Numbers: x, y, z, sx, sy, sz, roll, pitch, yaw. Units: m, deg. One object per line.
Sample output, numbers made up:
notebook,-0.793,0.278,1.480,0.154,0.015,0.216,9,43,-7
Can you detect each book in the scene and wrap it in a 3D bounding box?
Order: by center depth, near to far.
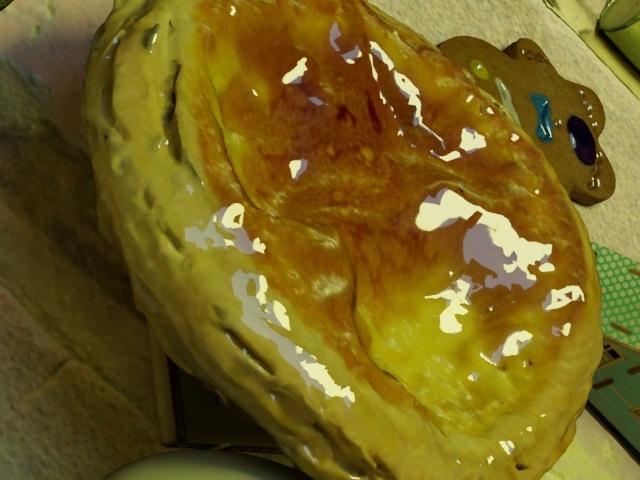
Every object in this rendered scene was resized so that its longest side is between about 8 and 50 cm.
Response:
book,-0.029,0.080,1.342,0.231,0.026,0.161,9,63,-40

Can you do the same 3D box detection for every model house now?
model house,0.344,0.086,1.557,0.271,0.206,0.178,47,45,-14

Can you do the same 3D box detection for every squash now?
squash,0.377,-0.170,1.823,0.224,0.094,0.094,45,45,-25

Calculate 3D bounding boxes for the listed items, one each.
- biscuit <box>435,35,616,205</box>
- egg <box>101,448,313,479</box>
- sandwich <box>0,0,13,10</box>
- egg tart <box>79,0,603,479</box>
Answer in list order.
biscuit,0.180,-0.107,1.632,0.236,0.039,0.180,11,63,-37
egg,-0.049,0.230,1.129,0.242,0.186,0.186,34,48,-10
sandwich,-0.236,-0.205,1.297,0.069,0.026,0.101,47,45,-16
egg tart,0.000,0.000,1.254,0.443,0.178,0.443,26,43,-27
